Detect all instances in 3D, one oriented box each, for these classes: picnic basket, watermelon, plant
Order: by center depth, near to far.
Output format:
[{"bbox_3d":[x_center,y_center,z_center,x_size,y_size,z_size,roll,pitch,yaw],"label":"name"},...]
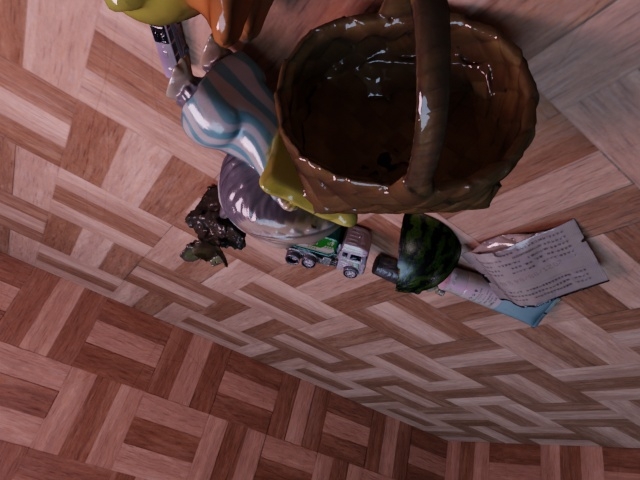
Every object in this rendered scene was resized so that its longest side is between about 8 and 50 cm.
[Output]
[{"bbox_3d":[0.105,-0.192,0.544,0.337,0.293,0.337,-1,162,0],"label":"picnic basket"},{"bbox_3d":[0.236,0.017,1.035,0.137,0.193,0.145,52,165,33],"label":"watermelon"},{"bbox_3d":[-0.253,-0.028,1.094,0.142,0.203,0.131,-1,153,17],"label":"plant"}]

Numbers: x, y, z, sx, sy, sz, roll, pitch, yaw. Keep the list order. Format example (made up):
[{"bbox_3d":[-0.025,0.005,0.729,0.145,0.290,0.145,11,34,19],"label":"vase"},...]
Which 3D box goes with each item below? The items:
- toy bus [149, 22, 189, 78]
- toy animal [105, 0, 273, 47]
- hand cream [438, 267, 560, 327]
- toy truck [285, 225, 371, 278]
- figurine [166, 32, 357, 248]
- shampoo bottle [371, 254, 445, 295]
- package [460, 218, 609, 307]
[{"bbox_3d":[-0.250,-0.331,0.742,0.037,0.052,0.131,14,150,6],"label":"toy bus"},{"bbox_3d":[-0.223,-0.373,0.536,0.338,0.216,0.191,22,122,-4],"label":"toy animal"},{"bbox_3d":[0.464,0.140,1.175,0.312,0.070,0.111,20,119,-11],"label":"hand cream"},{"bbox_3d":[0.000,0.000,1.115,0.253,0.114,0.124,14,139,2],"label":"toy truck"},{"bbox_3d":[-0.143,-0.116,0.839,0.361,0.266,0.377,38,139,-16],"label":"figurine"},{"bbox_3d":[0.242,0.098,1.212,0.207,0.063,0.057,22,139,-8],"label":"shampoo bottle"},{"bbox_3d":[0.480,0.066,1.016,0.251,0.062,0.204,-22,124,41],"label":"package"}]
